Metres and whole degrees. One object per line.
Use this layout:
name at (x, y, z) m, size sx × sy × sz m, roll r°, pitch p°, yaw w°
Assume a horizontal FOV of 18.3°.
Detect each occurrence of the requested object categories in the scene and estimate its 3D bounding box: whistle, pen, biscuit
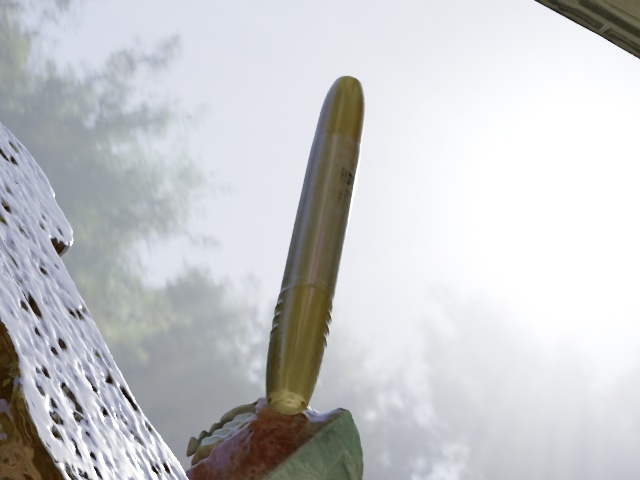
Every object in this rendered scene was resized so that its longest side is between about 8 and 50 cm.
whistle at (-0.073, 0.204, 1.380) m, size 0.142 × 0.346 × 0.133 m, roll -20°, pitch -83°, yaw 35°
pen at (0.000, 0.000, 1.108) m, size 0.032 × 0.233 × 0.040 m, roll 6°, pitch -38°, yaw 8°
biscuit at (-0.192, -0.016, 0.987) m, size 0.064 × 0.432 × 0.283 m, roll -31°, pitch -17°, yaw 5°

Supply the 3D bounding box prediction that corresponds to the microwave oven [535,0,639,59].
microwave oven at (0.211, -0.143, 0.639) m, size 0.236 × 0.432 × 0.374 m, roll -62°, pitch -24°, yaw 13°
